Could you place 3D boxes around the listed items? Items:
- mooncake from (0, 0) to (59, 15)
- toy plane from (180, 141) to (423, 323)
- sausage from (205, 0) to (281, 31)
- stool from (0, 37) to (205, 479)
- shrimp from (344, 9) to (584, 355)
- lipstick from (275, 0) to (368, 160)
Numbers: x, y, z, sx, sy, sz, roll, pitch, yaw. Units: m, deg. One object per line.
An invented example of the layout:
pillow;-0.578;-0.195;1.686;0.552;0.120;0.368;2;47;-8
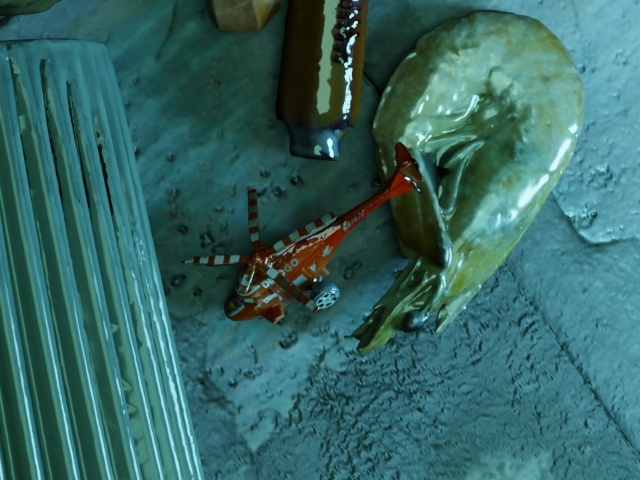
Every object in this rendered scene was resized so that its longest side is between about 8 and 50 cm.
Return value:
mooncake;-0.239;-0.316;0.955;0.324;0.187;0.324;-2;99;-16
toy plane;-0.004;-0.005;1.099;0.194;0.126;0.077;-52;144;-1
sausage;-0.064;-0.229;1.020;0.065;0.169;0.065;-2;58;3
stool;-0.243;0.042;0.946;0.297;0.297;0.330;-8;94;-14
shrimp;0.101;-0.051;1.138;0.168;0.077;0.317;35;82;-6
lipstick;0.014;-0.273;1.084;0.077;0.077;0.418;4;96;-15
